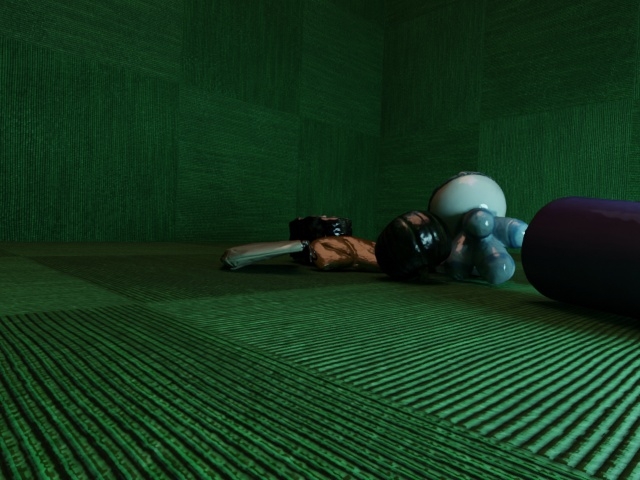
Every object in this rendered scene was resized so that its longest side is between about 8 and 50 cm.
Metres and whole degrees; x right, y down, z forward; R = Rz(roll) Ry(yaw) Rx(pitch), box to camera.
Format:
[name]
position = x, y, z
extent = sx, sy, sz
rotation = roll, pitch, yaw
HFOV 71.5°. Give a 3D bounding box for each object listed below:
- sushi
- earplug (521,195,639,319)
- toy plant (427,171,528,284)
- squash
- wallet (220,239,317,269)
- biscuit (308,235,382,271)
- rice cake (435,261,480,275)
[sushi]
position = 0.000, 0.000, 1.616
extent = 0.210, 0.171, 0.350
rotation = 4, 0, -20
[earplug]
position = 0.542, 0.041, 0.692
extent = 0.214, 0.216, 0.456
rotation = 2, 6, -11
[toy plant]
position = 0.442, -0.012, 1.231
extent = 0.246, 0.247, 0.332
rotation = 2, 37, -3
[squash]
position = 0.248, 0.016, 1.188
extent = 0.172, 0.218, 0.218
rotation = 43, 14, 14
[wallet]
position = -0.164, 0.038, 1.349
extent = 0.274, 0.068, 0.335
rotation = -6, 2, -8
[biscuit]
position = 0.111, 0.041, 1.393
extent = 0.298, 0.045, 0.154
rotation = 3, 39, -10
[rice cake]
position = 0.486, 0.090, 1.403
extent = 0.124, 0.038, 0.211
rotation = 1, 2, -42
